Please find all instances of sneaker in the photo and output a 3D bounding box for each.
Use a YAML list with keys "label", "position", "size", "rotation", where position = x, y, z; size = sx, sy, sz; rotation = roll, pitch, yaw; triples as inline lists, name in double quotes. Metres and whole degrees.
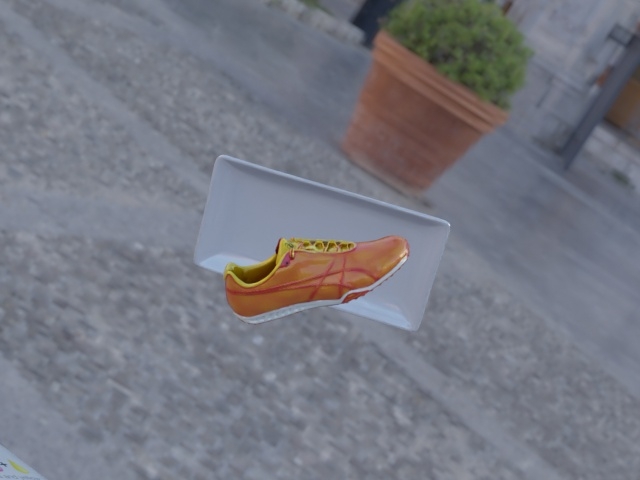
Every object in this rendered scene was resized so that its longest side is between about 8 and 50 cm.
- label: "sneaker"
  position: [-0.004, 0.025, 1.196]
  size: [0.064, 0.175, 0.067]
  rotation: [-105, 178, -70]

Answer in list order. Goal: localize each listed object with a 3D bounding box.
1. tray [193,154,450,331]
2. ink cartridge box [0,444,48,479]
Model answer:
- label: "tray"
  position: [0.000, 0.000, 1.480]
  size: [0.270, 0.145, 0.030]
  rotation: [17, 27, 3]
- label: "ink cartridge box"
  position: [-0.203, 0.132, 0.537]
  size: [0.176, 0.127, 0.128]
  rotation: [26, 6, 32]
